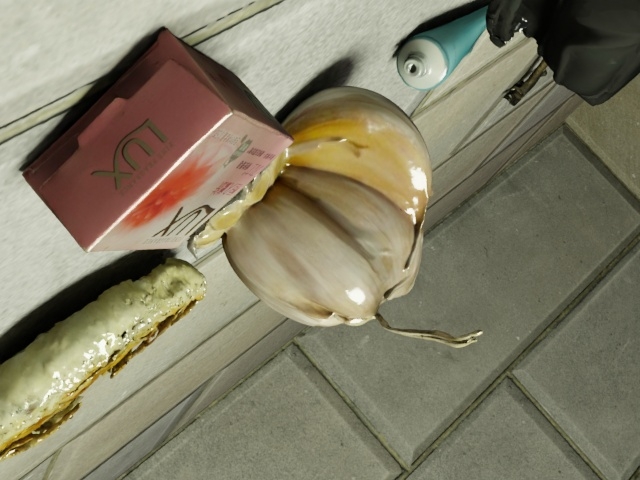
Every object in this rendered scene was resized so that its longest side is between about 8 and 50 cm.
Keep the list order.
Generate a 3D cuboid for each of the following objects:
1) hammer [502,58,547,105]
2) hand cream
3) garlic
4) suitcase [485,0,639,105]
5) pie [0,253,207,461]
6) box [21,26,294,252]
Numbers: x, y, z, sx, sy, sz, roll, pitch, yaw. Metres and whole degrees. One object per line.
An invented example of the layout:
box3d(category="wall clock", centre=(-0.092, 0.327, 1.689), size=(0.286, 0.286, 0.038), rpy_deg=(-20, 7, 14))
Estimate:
box3d(category="hammer", centre=(0.359, -0.296, 1.481), size=(0.125, 0.027, 0.297), rpy_deg=(-44, 174, -22))
box3d(category="hand cream", centre=(0.127, -0.185, 0.916), size=(0.083, 0.048, 0.224), rpy_deg=(-50, 174, 36))
box3d(category="garlic", centre=(0.000, 0.000, 0.750), size=(0.207, 0.256, 0.207), rpy_deg=(-11, 127, -15))
box3d(category="suitcase", centre=(0.250, -0.245, 0.618), size=(0.339, 0.188, 0.345), rpy_deg=(-44, 174, 5))
box3d(category="pie", centre=(-0.208, 0.107, 0.817), size=(0.274, 0.055, 0.274), rpy_deg=(-40, 177, -2))
box3d(category="box", centre=(-0.085, -0.048, 0.549), size=(0.111, 0.060, 0.156), rpy_deg=(-41, 172, 10))
